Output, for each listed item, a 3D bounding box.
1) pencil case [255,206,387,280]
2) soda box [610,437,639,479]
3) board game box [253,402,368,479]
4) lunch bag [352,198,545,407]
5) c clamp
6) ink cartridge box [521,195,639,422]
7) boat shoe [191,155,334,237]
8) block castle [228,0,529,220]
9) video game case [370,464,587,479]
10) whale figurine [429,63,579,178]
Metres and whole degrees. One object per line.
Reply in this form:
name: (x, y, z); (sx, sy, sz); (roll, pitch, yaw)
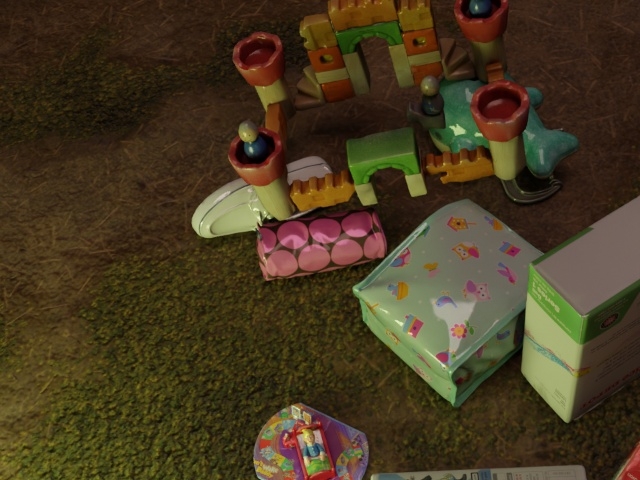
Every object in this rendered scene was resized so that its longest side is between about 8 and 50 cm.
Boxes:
pencil case: (0.000, 0.000, 1.686); (0.209, 0.095, 0.098); (-8, 59, -4)
soda box: (0.510, 0.363, 1.344); (0.263, 0.083, 0.092); (35, 84, 17)
board game box: (-0.016, 0.304, 1.502); (0.168, 0.033, 0.133); (23, 59, 20)
lunch bag: (0.218, 0.080, 1.569); (0.262, 0.160, 0.223); (-41, 59, -15)
c clamp: (0.370, -0.131, 1.790); (0.137, 0.022, 0.161); (-7, 53, 0)
ink cartridge box: (0.397, 0.103, 1.461); (0.201, 0.278, 0.117); (-30, 54, -16)
boat shoe: (-0.087, -0.061, 1.736); (0.258, 0.095, 0.084); (-26, 52, -12)
block castle: (0.088, -0.232, 1.627); (0.453, 0.213, 0.303); (-10, 53, 11)
video game case: (0.222, 0.460, 1.366); (0.299, 0.036, 0.329); (-3, 55, 3)
whale figurine: (0.304, -0.208, 1.763); (0.216, 0.141, 0.272); (-38, 49, -20)
